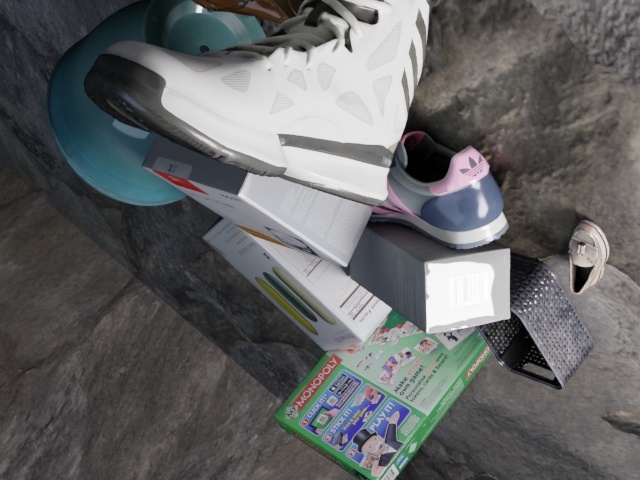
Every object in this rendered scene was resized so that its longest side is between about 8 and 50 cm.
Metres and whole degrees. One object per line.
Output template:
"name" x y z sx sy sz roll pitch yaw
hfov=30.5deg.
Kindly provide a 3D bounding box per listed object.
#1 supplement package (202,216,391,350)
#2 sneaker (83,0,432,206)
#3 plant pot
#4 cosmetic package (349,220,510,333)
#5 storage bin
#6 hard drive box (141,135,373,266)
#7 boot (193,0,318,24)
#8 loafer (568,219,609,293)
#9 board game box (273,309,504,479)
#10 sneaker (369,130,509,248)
"supplement package" 0.000 0.000 1.736 0.263 0.198 0.199 43 162 -6
"sneaker" -0.040 -0.198 1.196 0.169 0.257 0.447 23 -174 33
"plant pot" -0.203 -0.212 1.595 0.271 0.271 0.255 45 147 -11
"cosmetic package" 0.137 0.031 1.536 0.238 0.127 0.107 -147 51 -65
"storage bin" 0.281 0.108 1.607 0.122 0.084 0.180 18 150 50
"hard drive box" -0.076 -0.067 1.471 0.181 0.089 0.232 18 169 42
"boot" -0.067 -0.286 1.388 0.197 0.073 0.152 27 170 -20
"loafer" 0.318 0.024 1.409 0.045 0.039 0.125 32 160 28
"board game box" 0.106 0.209 1.812 0.214 0.317 0.046 28 158 36
"sneaker" 0.106 -0.091 1.508 0.319 0.112 0.131 17 133 46
